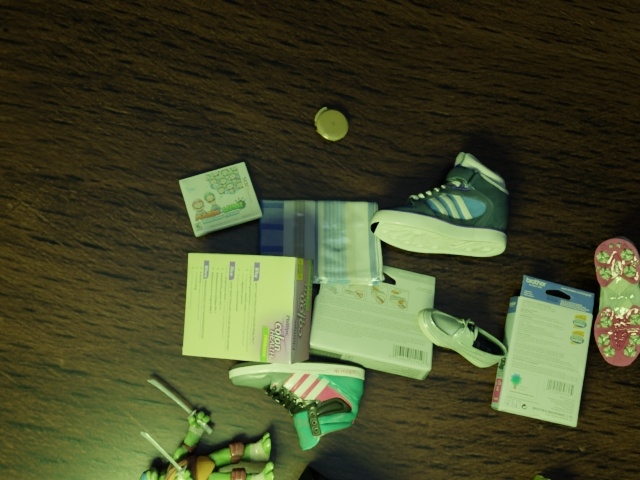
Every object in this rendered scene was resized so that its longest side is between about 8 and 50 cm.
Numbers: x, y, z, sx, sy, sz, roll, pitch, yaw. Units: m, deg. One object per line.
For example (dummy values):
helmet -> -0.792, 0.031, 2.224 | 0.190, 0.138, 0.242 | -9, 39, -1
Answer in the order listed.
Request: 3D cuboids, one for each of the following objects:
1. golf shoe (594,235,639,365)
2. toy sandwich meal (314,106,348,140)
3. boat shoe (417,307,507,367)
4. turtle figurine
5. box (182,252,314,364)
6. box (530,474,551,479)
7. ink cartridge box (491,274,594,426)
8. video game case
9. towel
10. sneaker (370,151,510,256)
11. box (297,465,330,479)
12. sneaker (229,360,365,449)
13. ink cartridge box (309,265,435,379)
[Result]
golf shoe -> 0.704, 0.136, 1.537 | 0.115, 0.140, 0.306 | 4, 103, 31
toy sandwich meal -> 0.024, -0.275, 1.573 | 0.085, 0.029, 0.086 | 2, 81, -11
boat shoe -> 0.319, 0.205, 1.463 | 0.227, 0.081, 0.079 | 32, 49, -20
turtle figurine -> -0.231, 0.424, 1.337 | 0.266, 0.198, 0.275 | 1, 84, -10
box -> -0.148, 0.137, 1.381 | 0.243, 0.117, 0.214 | 1, 86, 19
box -> 0.538, 0.632, 1.445 | 0.058, 0.087, 0.232 | -32, 86, -11
ink cartridge box -> 0.513, 0.252, 1.521 | 0.185, 0.065, 0.311 | 14, 81, -4
video game case -> -0.227, -0.095, 1.501 | 0.157, 0.019, 0.143 | -17, 70, -8
towel -> 0.000, 0.000, 1.500 | 0.285, 0.034, 0.209 | 2, 68, -6
sneaker -> 0.277, -0.099, 1.523 | 0.322, 0.130, 0.236 | 9, 64, -5
box -> 0.060, 0.588, 1.347 | 0.261, 0.184, 0.103 | 35, 78, 1
sneaker -> -0.051, 0.353, 1.412 | 0.295, 0.124, 0.178 | 4, 70, -7
ink cartridge box -> 0.117, 0.167, 1.493 | 0.275, 0.060, 0.239 | 13, 54, -4
